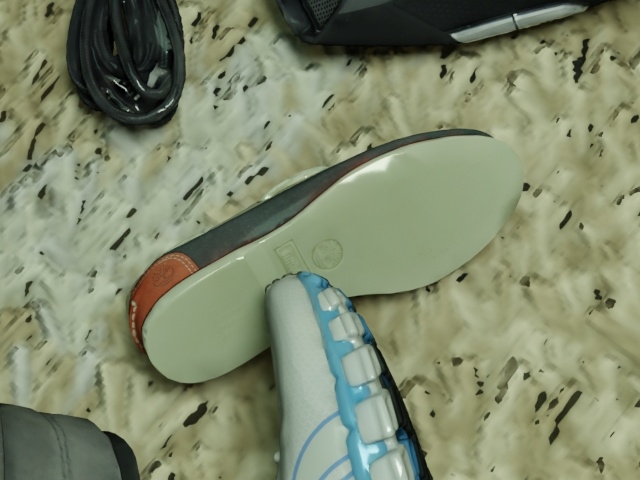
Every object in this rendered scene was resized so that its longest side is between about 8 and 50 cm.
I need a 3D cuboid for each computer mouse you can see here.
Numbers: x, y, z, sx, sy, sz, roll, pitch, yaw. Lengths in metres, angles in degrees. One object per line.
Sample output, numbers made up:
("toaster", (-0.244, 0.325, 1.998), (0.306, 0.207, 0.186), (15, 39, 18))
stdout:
("computer mouse", (0.029, -0.144, 0.624), (0.262, 0.060, 0.184), (-17, 66, 12))

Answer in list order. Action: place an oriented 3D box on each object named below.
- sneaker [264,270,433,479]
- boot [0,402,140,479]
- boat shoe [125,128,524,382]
("sneaker", (-0.001, 0.100, 0.492), (0.083, 0.071, 0.190), (-19, 66, 8))
("boot", (-0.138, 0.019, 0.482), (0.118, 0.223, 0.338), (-3, 61, 48))
("boat shoe", (0.000, 0.000, 0.560), (0.137, 0.049, 0.043), (-28, 23, -6))
